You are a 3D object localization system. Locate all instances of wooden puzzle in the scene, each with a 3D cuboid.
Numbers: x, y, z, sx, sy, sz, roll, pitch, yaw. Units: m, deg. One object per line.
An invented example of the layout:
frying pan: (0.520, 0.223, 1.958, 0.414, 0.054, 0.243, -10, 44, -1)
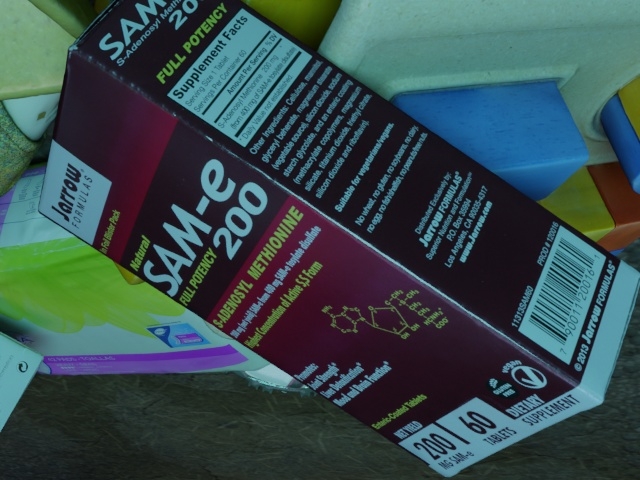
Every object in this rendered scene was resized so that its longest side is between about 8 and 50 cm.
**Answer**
wooden puzzle: (0.116, -0.036, 0.526, 0.322, 0.080, 0.348, -9, 153, -24)

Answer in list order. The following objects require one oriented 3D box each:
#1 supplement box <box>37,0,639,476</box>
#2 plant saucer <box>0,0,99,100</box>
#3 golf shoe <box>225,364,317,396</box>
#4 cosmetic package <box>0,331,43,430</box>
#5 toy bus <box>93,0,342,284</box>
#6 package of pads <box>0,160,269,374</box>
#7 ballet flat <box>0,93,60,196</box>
supplement box: (0.000, 0.000, 0.400, 0.239, 0.073, 0.130, 34, 145, -3)
plant saucer: (-0.277, -0.118, 0.312, 0.333, 0.080, 0.333, -6, 174, 7)
golf shoe: (0.033, 0.077, 0.843, 0.273, 0.105, 0.120, 2, 132, -2)
cosmetic package: (-0.452, 0.072, 0.809, 0.284, 0.097, 0.377, 39, 155, -26)
toy bus: (-0.062, -0.101, 0.515, 0.108, 0.130, 0.332, -27, 165, -33)
package of pads: (-0.212, 0.031, 0.787, 0.297, 0.101, 0.229, -7, 145, 30)
ballet flat: (-0.203, -0.139, 0.532, 0.123, 0.123, 0.348, 5, 147, 5)
